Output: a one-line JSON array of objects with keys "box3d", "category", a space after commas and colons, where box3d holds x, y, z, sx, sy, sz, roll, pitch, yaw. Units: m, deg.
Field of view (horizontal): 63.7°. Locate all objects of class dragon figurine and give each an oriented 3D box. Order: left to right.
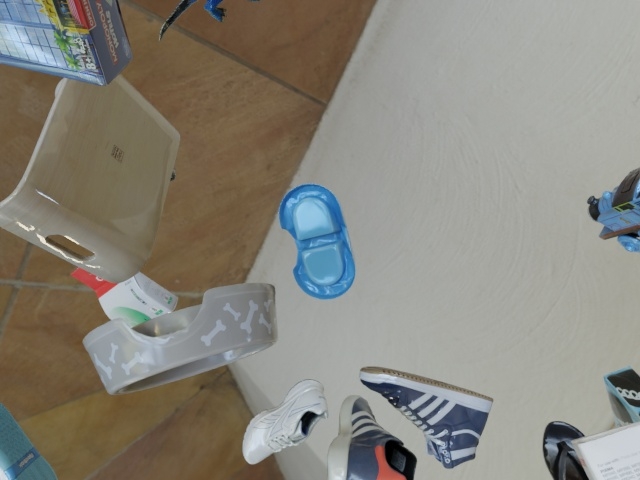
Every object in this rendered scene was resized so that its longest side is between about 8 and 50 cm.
[{"box3d": [-0.175, -0.463, 0.893, 0.289, 0.085, 0.144, -26, 173, -7], "category": "dragon figurine"}]

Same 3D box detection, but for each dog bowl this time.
[{"box3d": [-0.235, 0.183, 0.935, 0.348, 0.102, 0.349, -18, 167, -4], "category": "dog bowl"}, {"box3d": [0.000, 0.000, 1.322, 0.074, 0.165, 0.298, -30, 106, -72], "category": "dog bowl"}]

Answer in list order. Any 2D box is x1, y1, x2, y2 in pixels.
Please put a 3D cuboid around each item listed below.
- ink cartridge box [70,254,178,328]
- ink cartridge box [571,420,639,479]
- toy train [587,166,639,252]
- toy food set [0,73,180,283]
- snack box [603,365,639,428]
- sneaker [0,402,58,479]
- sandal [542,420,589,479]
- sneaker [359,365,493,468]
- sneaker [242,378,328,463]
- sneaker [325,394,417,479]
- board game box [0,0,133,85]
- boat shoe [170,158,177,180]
[{"box3d": [-0.499, 0.133, 1.286, 0.181, 0.056, 0.224, -30, 123, 35], "category": "ink cartridge box"}, {"box3d": [0.421, 0.355, 0.643, 0.100, 0.237, 0.172, -26, 152, 12], "category": "ink cartridge box"}, {"box3d": [0.443, -0.042, 0.707, 0.080, 0.105, 0.184, -56, 175, -6], "category": "toy train"}, {"box3d": [-0.328, -0.116, 0.747, 0.220, 0.092, 0.306, 49, 40, -54], "category": "toy food set"}, {"box3d": [0.626, 0.396, 0.895, 0.060, 0.322, 0.187, -25, 117, 6], "category": "snack box"}, {"box3d": [-0.661, 0.489, 1.008, 0.208, 0.319, 0.127, -34, 176, 0], "category": "sneaker"}, {"box3d": [0.493, 0.471, 0.979, 0.097, 0.255, 0.055, -6, 145, 8], "category": "sandal"}, {"box3d": [0.198, 0.350, 1.021, 0.099, 0.282, 0.153, 154, -48, -79], "category": "sneaker"}, {"box3d": [-0.100, 0.518, 1.426, 0.297, 0.129, 0.111, -45, 119, 4], "category": "sneaker"}, {"box3d": [0.098, 0.387, 0.942, 0.350, 0.147, 0.131, -26, 121, -81], "category": "sneaker"}, {"box3d": [-0.252, -0.205, 0.342, 0.193, 0.060, 0.194, 0, 130, 5], "category": "board game box"}, {"box3d": [-0.376, -0.169, 1.074, 0.095, 0.079, 0.254, -14, 178, 6], "category": "boat shoe"}]
